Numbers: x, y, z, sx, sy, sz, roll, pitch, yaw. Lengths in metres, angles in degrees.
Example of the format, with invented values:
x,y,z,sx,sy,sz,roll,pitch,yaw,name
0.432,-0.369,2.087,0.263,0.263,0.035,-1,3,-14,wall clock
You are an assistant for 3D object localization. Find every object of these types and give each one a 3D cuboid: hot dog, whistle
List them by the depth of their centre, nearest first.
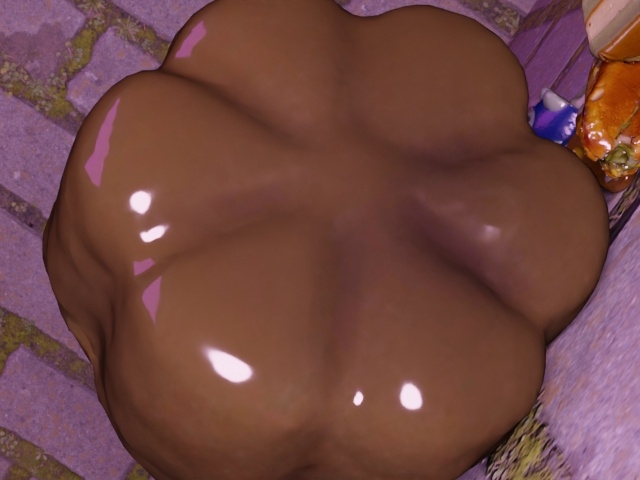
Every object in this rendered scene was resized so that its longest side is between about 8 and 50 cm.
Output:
x,y,z,sx,sy,sz,roll,pitch,yaw,name
0.299,-0.153,0.940,0.269,0.115,0.072,-56,-27,-33,hot dog
0.264,-0.113,1.163,0.244,0.092,0.110,-56,1,16,whistle

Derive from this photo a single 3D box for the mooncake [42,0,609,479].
x,y,z,sx,sy,sz,roll,pitch,yaw,name
0.000,0.000,0.911,0.467,0.467,0.262,-58,-1,-31,mooncake

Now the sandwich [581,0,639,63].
x,y,z,sx,sy,sz,roll,pitch,yaw,name
0.269,-0.220,0.841,0.163,0.113,0.079,62,-158,-60,sandwich

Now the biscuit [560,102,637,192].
x,y,z,sx,sy,sz,roll,pitch,yaw,name
0.270,-0.091,1.038,0.205,0.031,0.138,-42,29,31,biscuit
